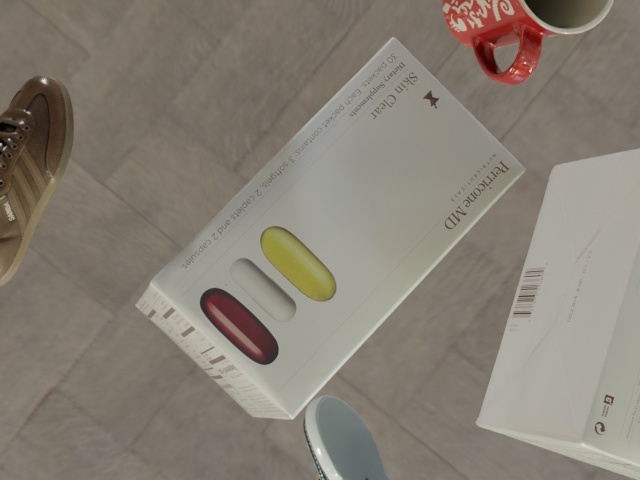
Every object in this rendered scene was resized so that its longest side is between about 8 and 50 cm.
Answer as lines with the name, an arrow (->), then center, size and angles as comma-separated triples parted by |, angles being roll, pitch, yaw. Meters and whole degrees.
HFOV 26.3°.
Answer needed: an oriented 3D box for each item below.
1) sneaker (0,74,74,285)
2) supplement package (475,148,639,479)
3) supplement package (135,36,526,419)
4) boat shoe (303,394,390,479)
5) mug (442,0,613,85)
sneaker -> -0.262, -0.054, 1.140 | 0.066, 0.071, 0.188 | 11, 82, 29
supplement package -> 0.246, 0.067, 0.909 | 0.203, 0.149, 0.194 | 21, 81, -17
supplement package -> 0.000, 0.000, 1.087 | 0.145, 0.204, 0.262 | 44, 78, -3
boat shoe -> 0.017, 0.224, 1.233 | 0.083, 0.065, 0.183 | -17, 109, 39
mug -> 0.185, -0.234, 1.351 | 0.150, 0.169, 0.113 | -45, 105, -16
